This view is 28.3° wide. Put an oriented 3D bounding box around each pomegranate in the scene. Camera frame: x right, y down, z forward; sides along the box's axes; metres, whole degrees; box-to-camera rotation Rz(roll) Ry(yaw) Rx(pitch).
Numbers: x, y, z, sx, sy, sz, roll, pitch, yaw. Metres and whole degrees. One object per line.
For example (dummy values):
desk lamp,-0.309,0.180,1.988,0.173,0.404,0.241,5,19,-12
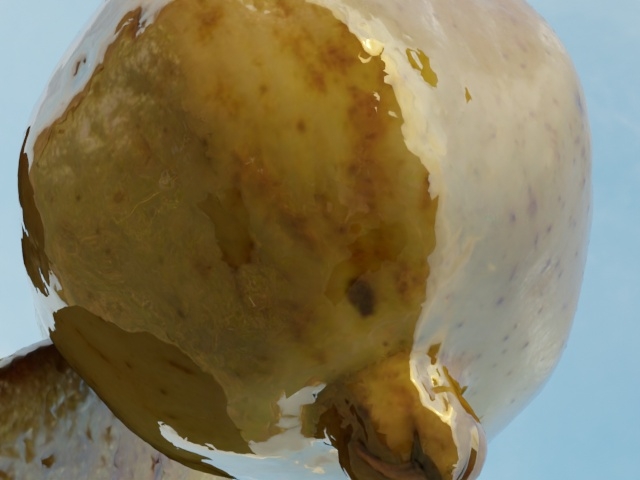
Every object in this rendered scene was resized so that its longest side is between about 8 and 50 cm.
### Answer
pomegranate,0.000,0.000,0.802,0.410,0.410,0.410,8,-76,34

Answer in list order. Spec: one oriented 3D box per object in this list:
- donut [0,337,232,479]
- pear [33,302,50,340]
donut,-0.215,0.255,0.878,0.163,0.377,0.435,-9,-130,21
pear,-0.155,0.058,1.504,0.391,0.391,0.391,8,-76,34
